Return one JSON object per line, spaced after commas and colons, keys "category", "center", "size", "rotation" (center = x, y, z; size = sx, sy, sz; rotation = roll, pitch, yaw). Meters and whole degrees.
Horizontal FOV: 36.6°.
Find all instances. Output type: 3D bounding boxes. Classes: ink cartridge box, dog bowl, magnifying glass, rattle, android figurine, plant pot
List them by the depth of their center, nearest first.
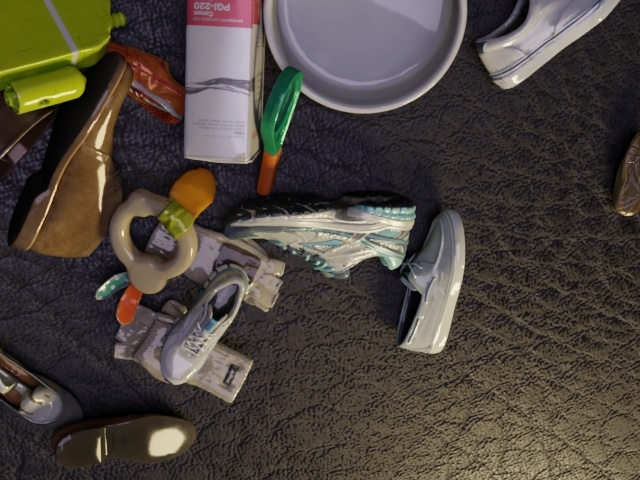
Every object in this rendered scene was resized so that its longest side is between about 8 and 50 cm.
{"category": "android figurine", "center": [-0.378, -0.277, 1.210], "size": [0.273, 0.056, 0.248], "rotation": [-24, 75, -32]}
{"category": "plant pot", "center": [-0.454, -0.163, 1.236], "size": [0.165, 0.167, 0.167], "rotation": [43, 91, -9]}
{"category": "ink cartridge box", "center": [-0.124, -0.220, 1.280], "size": [0.092, 0.158, 0.218], "rotation": [2, 102, 2]}
{"category": "dog bowl", "center": [0.059, -0.311, 1.295], "size": [0.265, 0.104, 0.265], "rotation": [1, 112, 2]}
{"category": "magnifying glass", "center": [-0.062, -0.141, 1.306], "size": [0.026, 0.231, 0.092], "rotation": [23, 54, 7]}
{"category": "rattle", "center": [-0.231, 0.003, 1.356], "size": [0.130, 0.143, 0.200], "rotation": [14, 124, -9]}

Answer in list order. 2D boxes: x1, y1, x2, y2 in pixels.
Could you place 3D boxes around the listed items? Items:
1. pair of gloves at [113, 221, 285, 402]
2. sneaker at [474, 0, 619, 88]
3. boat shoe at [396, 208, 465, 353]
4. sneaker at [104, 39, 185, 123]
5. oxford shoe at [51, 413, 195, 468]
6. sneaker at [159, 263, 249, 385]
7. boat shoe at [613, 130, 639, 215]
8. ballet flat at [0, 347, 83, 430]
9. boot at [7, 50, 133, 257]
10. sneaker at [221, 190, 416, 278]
{"category": "pair of gloves", "center": [-0.174, 0.094, 1.405], "size": [0.204, 0.042, 0.240], "rotation": [20, 92, -9]}
{"category": "sneaker", "center": [0.336, -0.331, 1.389], "size": [0.258, 0.094, 0.091], "rotation": [-42, 112, 0]}
{"category": "boat shoe", "center": [0.159, 0.063, 1.450], "size": [0.081, 0.079, 0.227], "rotation": [4, 105, -17]}
{"category": "sneaker", "center": [-0.249, -0.232, 1.316], "size": [0.175, 0.064, 0.067], "rotation": [39, 67, -17]}
{"category": "oxford shoe", "center": [-0.288, 0.281, 1.416], "size": [0.212, 0.076, 0.076], "rotation": [4, 100, -29]}
{"category": "sneaker", "center": [-0.164, 0.119, 1.346], "size": [0.071, 0.083, 0.191], "rotation": [31, 90, -11]}
{"category": "boat shoe", "center": [0.482, -0.108, 1.497], "size": [0.050, 0.045, 0.135], "rotation": [14, 103, -7]}
{"category": "ballet flat", "center": [-0.429, 0.212, 1.366], "size": [0.213, 0.068, 0.072], "rotation": [41, 92, -18]}
{"category": "boot", "center": [-0.308, -0.109, 1.299], "size": [0.115, 0.112, 0.305], "rotation": [20, 112, -28]}
{"category": "sneaker", "center": [0.000, 0.000, 1.389], "size": [0.283, 0.110, 0.122], "rotation": [-1, 106, -12]}
